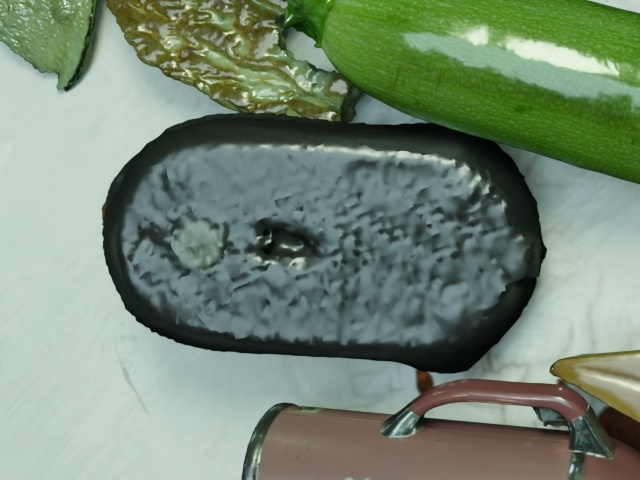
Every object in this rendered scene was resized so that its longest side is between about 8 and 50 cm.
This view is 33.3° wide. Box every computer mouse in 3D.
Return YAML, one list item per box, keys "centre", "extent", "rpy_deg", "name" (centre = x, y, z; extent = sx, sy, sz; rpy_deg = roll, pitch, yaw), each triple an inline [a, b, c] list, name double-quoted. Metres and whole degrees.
- centre: [0.000, -0.001, 0.782]
  extent: [0.323, 0.116, 0.183]
  rpy_deg: [5, 103, 10]
  name: "computer mouse"

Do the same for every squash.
- centre: [0.157, -0.104, 0.691]
  extent: [0.395, 0.107, 0.107]
  rpy_deg: [19, 98, 13]
  name: "squash"

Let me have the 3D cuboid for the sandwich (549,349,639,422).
- centre: [0.249, 0.073, 0.693]
  extent: [0.163, 0.079, 0.113]
  rpy_deg: [28, 99, 24]
  name: "sandwich"

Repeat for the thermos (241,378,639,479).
- centre: [0.117, 0.166, 0.737]
  extent: [0.330, 0.109, 0.136]
  rpy_deg: [1, 79, 25]
  name: "thermos"

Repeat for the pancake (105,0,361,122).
- centre: [-0.084, -0.238, 0.862]
  extent: [0.197, 0.054, 0.376]
  rpy_deg: [-30, 79, 13]
  name: "pancake"

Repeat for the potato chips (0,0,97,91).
- centre: [-0.250, -0.233, 0.923]
  extent: [0.142, 0.026, 0.209]
  rpy_deg: [-22, 98, 22]
  name: "potato chips"
